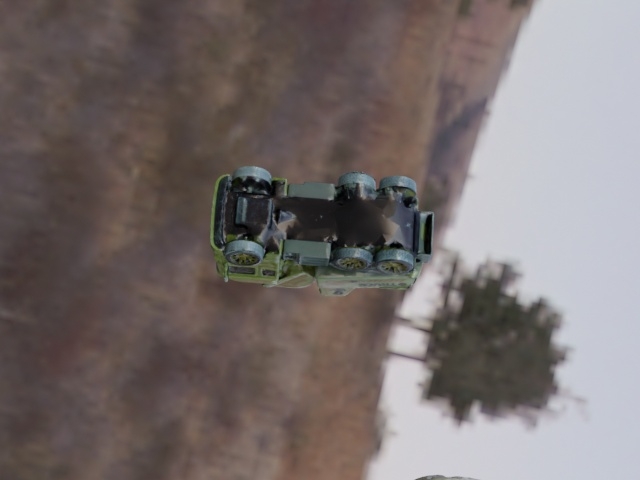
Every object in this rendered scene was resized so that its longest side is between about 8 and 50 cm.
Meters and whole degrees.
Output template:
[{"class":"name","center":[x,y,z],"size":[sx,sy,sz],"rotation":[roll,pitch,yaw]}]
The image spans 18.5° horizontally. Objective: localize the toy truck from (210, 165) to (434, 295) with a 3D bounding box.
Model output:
[{"class":"toy truck","center":[0.000,0.000,1.710],"size":[0.116,0.191,0.085],"rotation":[97,-5,-64]}]

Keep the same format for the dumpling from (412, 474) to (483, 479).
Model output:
[{"class":"dumpling","center":[0.164,0.384,2.257],"size":[0.243,0.318,0.187],"rotation":[49,-62,35]}]
